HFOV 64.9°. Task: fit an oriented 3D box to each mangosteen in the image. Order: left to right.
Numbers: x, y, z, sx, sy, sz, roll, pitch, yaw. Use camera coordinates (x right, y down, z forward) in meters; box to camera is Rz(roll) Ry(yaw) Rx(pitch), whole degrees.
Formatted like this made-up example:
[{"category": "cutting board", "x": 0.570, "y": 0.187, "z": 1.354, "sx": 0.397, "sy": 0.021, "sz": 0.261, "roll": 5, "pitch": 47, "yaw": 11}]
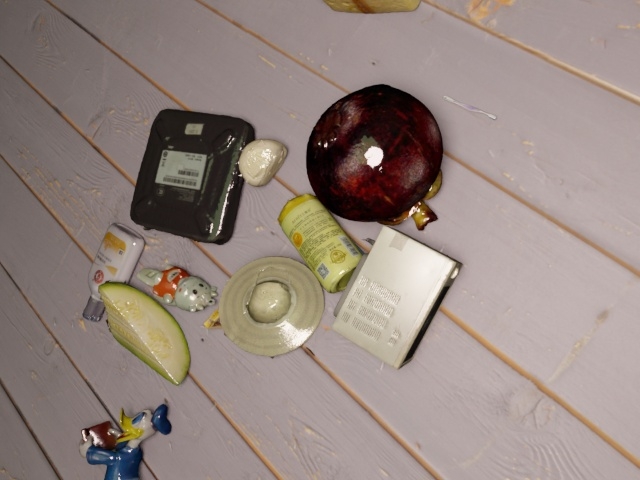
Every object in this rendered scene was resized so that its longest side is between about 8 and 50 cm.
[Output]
[{"category": "mangosteen", "x": 0.121, "y": -0.172, "z": 1.045, "sx": 0.297, "sy": 0.293, "sz": 0.297, "roll": -175, "pitch": 90, "yaw": -68}]

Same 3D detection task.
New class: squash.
[{"category": "squash", "x": -0.455, "y": 0.230, "z": 1.359, "sx": 0.289, "sy": 0.111, "sz": 0.203, "roll": 22, "pitch": 127, "yaw": 31}]

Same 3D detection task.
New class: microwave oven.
[{"category": "microwave oven", "x": 0.154, "y": 0.111, "z": 1.048, "sx": 0.194, "sy": 0.145, "sz": 0.240, "roll": 29, "pitch": 97, "yaw": 23}]

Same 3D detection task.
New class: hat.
[{"category": "hat", "x": -0.123, "y": 0.142, "z": 1.202, "sx": 0.252, "sy": 0.252, "sz": 0.110, "roll": -63, "pitch": 22, "yaw": 7}]

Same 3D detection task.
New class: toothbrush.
[{"category": "toothbrush", "x": 0.322, "y": -0.288, "z": 1.091, "sx": 0.131, "sy": 0.013, "sz": 0.011, "roll": 33, "pitch": 89, "yaw": 27}]

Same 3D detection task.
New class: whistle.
[{"category": "whistle", "x": -0.384, "y": 0.124, "z": 1.346, "sx": 0.253, "sy": 0.102, "sz": 0.105, "roll": 18, "pitch": 100, "yaw": 23}]

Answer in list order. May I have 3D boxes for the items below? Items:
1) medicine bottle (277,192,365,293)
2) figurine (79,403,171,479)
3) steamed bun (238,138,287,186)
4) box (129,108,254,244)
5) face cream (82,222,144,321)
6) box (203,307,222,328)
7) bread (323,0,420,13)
[{"category": "medicine bottle", "x": 0.000, "y": 0.000, "z": 1.161, "sx": 0.124, "sy": 0.124, "sz": 0.239, "roll": -45, "pitch": 66, "yaw": 15}, {"category": "figurine", "x": -0.519, "y": 0.570, "z": 1.355, "sx": 0.283, "sy": 0.204, "sz": 0.338, "roll": 36, "pitch": 88, "yaw": 33}, {"category": "steamed bun", "x": -0.149, "y": -0.201, "z": 1.261, "sx": 0.091, "sy": 0.112, "sz": 0.130, "roll": 37, "pitch": 112, "yaw": 6}, {"category": "box", "x": -0.358, "y": -0.178, "z": 1.377, "sx": 0.359, "sy": 0.091, "sz": 0.350, "roll": 12, "pitch": 90, "yaw": 28}, {"category": "face cream", "x": -0.623, "y": 0.100, "z": 1.488, "sx": 0.144, "sy": 0.071, "sz": 0.291, "roll": 30, "pitch": 98, "yaw": 27}, {"category": "box", "x": -0.227, "y": 0.173, "z": 1.278, "sx": 0.149, "sy": 0.073, "sz": 0.020, "roll": -47, "pitch": 64, "yaw": 15}, {"category": "bread", "x": 0.103, "y": -0.621, "z": 1.151, "sx": 0.240, "sy": 0.178, "sz": 0.135, "roll": 13, "pitch": 91, "yaw": 30}]
